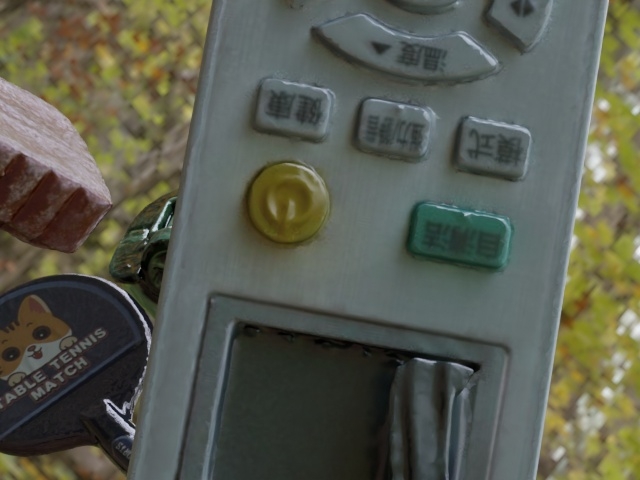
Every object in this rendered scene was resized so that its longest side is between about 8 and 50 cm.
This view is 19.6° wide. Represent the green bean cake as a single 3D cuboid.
[{"bbox_3d":[-0.204,-0.058,1.143,0.135,0.056,0.136,32,14,-34],"label":"green bean cake"}]

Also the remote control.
[{"bbox_3d":[0.020,-0.050,0.492,0.103,0.293,0.051,11,-10,-6],"label":"remote control"}]

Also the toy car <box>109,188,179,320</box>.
[{"bbox_3d":[0.000,0.000,1.359,0.305,0.136,0.125,-10,-62,19],"label":"toy car"}]

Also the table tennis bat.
[{"bbox_3d":[-0.164,0.106,1.261,0.236,0.150,0.027,41,-22,38],"label":"table tennis bat"}]
